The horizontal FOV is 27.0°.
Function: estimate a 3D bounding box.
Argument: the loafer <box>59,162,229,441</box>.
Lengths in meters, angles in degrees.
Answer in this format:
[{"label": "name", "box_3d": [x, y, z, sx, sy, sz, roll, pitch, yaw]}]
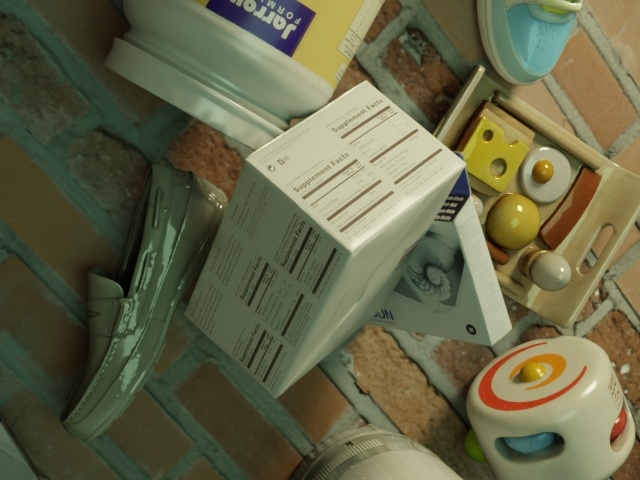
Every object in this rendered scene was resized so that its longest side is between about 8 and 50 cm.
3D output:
[{"label": "loafer", "box_3d": [-0.215, 0.066, 1.472, 0.111, 0.112, 0.319, 28, 85, -21]}]

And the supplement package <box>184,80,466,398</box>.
[{"label": "supplement package", "box_3d": [0.000, 0.000, 1.407, 0.204, 0.145, 0.262, -37, 163, -40]}]

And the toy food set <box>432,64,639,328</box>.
[{"label": "toy food set", "box_3d": [0.246, -0.049, 1.633, 0.306, 0.092, 0.220, 30, 92, -27]}]

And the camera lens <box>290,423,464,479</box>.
[{"label": "camera lens", "box_3d": [0.095, 0.364, 1.584, 0.219, 0.274, 0.219, -6, 106, -21]}]

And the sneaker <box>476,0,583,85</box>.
[{"label": "sneaker", "box_3d": [0.287, -0.323, 1.509, 0.127, 0.208, 0.319, 2, 104, -24]}]

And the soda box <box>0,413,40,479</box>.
[{"label": "soda box", "box_3d": [-0.410, 0.177, 1.426, 0.098, 0.091, 0.286, -32, 114, -12]}]

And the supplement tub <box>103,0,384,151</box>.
[{"label": "supplement tub", "box_3d": [-0.054, -0.274, 1.363, 0.241, 0.241, 0.331, 28, 92, -26]}]

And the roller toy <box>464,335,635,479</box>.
[{"label": "roller toy", "box_3d": [0.288, 0.214, 1.668, 0.209, 0.191, 0.146, -30, 113, -12]}]

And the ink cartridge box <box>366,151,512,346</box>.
[{"label": "ink cartridge box", "box_3d": [0.097, 0.004, 1.517, 0.045, 0.223, 0.224, -34, 116, -35]}]
